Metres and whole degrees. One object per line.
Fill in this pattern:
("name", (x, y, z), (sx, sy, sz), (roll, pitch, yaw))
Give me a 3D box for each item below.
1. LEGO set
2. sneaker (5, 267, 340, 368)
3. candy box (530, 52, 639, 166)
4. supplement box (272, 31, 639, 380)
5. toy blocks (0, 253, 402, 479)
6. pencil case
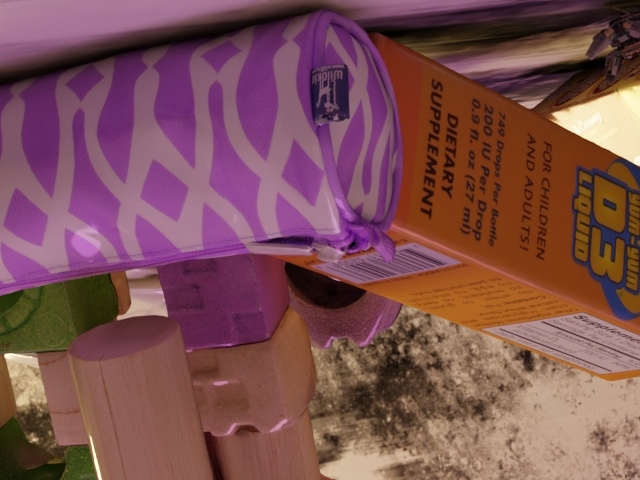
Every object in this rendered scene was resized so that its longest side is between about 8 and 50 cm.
("LEGO set", (0.132, -0.088, 0.698), (0.054, 0.023, 0.083), (-10, 166, -43))
("sneaker", (-0.114, 0.001, 1.036), (0.305, 0.114, 0.152), (-16, 160, 34))
("candy box", (0.181, -0.040, 0.831), (0.053, 0.109, 0.187), (-38, -169, -25))
("supplement box", (0.077, -0.007, 0.740), (0.233, 0.078, 0.080), (21, 157, -40))
("toy blocks", (-0.110, 0.121, 0.807), (0.289, 0.260, 0.309), (-5, -162, 19))
("pencil case", (-0.068, -0.020, 0.626), (0.206, 0.088, 0.086), (-10, 171, 23))
